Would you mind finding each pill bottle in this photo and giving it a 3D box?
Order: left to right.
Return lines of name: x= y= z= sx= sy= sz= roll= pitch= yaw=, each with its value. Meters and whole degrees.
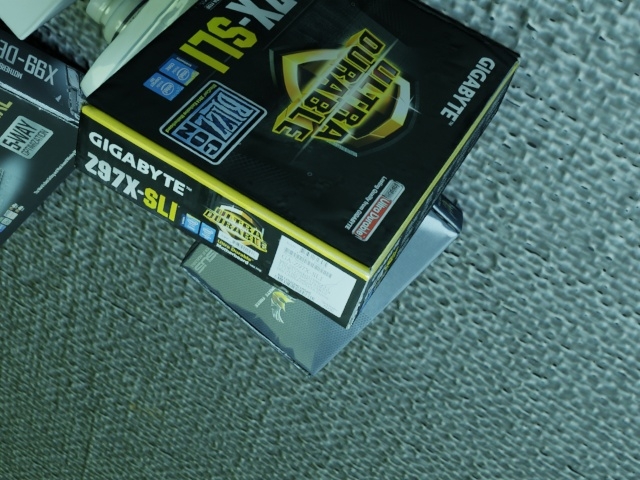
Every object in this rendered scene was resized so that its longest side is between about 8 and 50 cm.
pill bottle: x=-0.175 y=-0.208 z=1.212 sx=0.120 sy=0.067 sz=0.067 roll=40 pitch=137 yaw=-2

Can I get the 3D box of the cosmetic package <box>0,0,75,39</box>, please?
cosmetic package: x=-0.260 y=-0.320 z=1.114 sx=0.151 sy=0.151 sz=0.184 roll=-28 pitch=106 yaw=45

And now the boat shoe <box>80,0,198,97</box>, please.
boat shoe: x=-0.129 y=-0.200 z=1.141 sx=0.081 sy=0.079 sz=0.227 roll=43 pitch=107 yaw=-10

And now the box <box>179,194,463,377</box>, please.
box: x=0.000 y=0.000 z=1.210 sx=0.183 sy=0.059 sz=0.232 roll=41 pitch=113 yaw=-9

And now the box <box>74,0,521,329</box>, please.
box: x=-0.008 y=-0.109 z=1.003 sx=0.257 sy=0.322 sz=0.079 roll=29 pitch=138 yaw=10

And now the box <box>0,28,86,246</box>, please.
box: x=-0.409 y=-0.126 z=1.365 sx=0.242 sy=0.076 sz=0.307 roll=27 pitch=142 yaw=-25
